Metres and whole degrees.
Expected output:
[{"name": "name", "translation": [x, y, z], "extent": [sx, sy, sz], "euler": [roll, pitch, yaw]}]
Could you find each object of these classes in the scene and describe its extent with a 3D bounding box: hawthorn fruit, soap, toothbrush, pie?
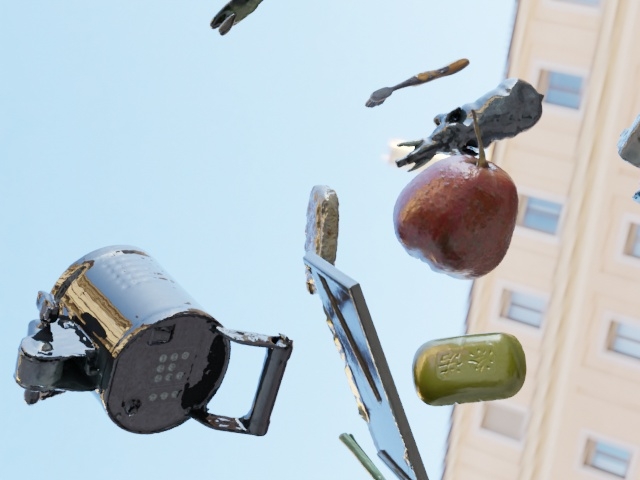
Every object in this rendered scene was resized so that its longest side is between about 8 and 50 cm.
[{"name": "hawthorn fruit", "translation": [0.192, -0.054, 1.649], "extent": [0.203, 0.163, 0.163], "euler": [-58, -25, 16]}, {"name": "soap", "translation": [0.179, 0.155, 1.528], "extent": [0.045, 0.140, 0.088], "euler": [63, -158, -56]}, {"name": "toothbrush", "translation": [0.171, -0.272, 2.131], "extent": [0.321, 0.023, 0.031], "euler": [-28, -12, -47]}, {"name": "pie", "translation": [0.000, 0.000, 2.199], "extent": [0.195, 0.046, 0.195], "euler": [-176, 90, -81]}]

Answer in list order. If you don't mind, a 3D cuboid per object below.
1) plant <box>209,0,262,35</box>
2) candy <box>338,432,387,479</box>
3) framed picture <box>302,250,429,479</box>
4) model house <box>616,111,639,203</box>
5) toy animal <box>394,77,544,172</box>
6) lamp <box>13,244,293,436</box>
[{"name": "plant", "translation": [-0.059, -0.400, 1.233], "extent": [0.251, 0.180, 0.333], "euler": [-30, -22, -13]}, {"name": "candy", "translation": [0.094, 0.265, 1.122], "extent": [0.077, 0.262, 0.073], "euler": [-45, -34, 4]}, {"name": "framed picture", "translation": [0.053, 0.156, 1.443], "extent": [0.019, 0.209, 0.281], "euler": [-22, -74, -10]}, {"name": "model house", "translation": [0.444, -0.060, 1.237], "extent": [0.194, 0.267, 0.325], "euler": [-60, -4, 29]}, {"name": "toy animal", "translation": [0.209, -0.159, 1.832], "extent": [0.270, 0.137, 0.082], "euler": [-26, -89, -12]}, {"name": "lamp", "translation": [-0.262, 0.136, 1.839], "extent": [0.374, 0.272, 0.205], "euler": [6, -63, -22]}]
